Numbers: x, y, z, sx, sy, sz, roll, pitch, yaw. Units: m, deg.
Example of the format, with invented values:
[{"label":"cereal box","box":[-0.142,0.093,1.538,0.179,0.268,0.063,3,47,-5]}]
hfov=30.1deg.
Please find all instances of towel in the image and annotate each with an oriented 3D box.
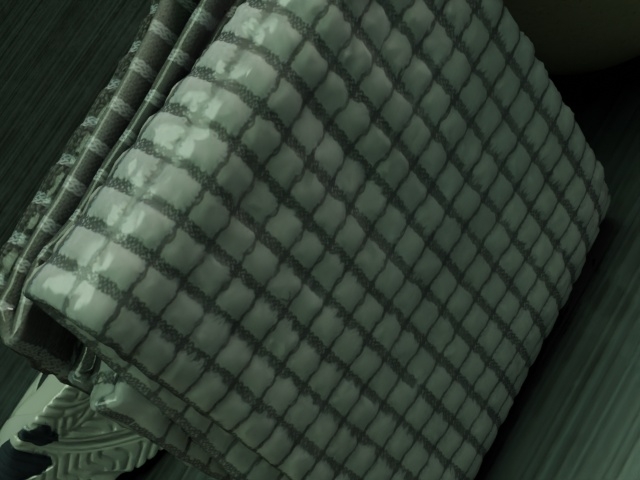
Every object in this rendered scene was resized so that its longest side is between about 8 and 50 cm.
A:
[{"label":"towel","box":[0.000,0.000,0.547,0.121,0.283,0.235,20,74,43]}]

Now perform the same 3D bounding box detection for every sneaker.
[{"label":"sneaker","box":[-0.133,0.043,0.760,0.235,0.094,0.153,-51,42,-5]}]

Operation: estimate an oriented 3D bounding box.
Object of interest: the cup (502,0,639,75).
[{"label":"cup","box":[0.115,-0.229,0.660,0.331,0.237,0.331,-20,50,26]}]
